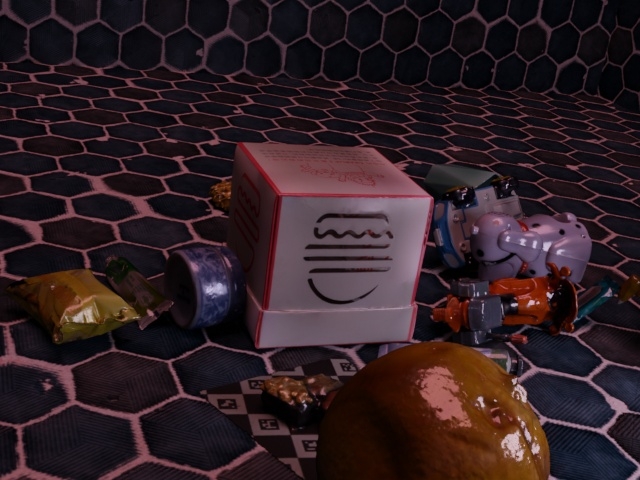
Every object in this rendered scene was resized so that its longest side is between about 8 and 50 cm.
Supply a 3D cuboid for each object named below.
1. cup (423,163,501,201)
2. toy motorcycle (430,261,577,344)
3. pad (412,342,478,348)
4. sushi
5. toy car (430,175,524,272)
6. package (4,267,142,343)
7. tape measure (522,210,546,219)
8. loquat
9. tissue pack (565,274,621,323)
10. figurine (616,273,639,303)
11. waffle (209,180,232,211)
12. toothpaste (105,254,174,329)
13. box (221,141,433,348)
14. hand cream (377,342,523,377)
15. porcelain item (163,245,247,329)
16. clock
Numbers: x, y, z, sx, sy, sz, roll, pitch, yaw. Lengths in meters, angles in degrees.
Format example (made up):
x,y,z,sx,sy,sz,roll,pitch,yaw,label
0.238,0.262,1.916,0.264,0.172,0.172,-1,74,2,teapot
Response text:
x,y,z,sx,sy,sz,roll,pitch,yaw,label
0.389,-0.138,2.426,0.148,0.134,0.235,-31,31,-16,cup
0.377,0.126,1.780,0.325,0.148,0.221,-8,4,-42,toy motorcycle
0.259,0.245,1.605,0.158,0.003,0.235,6,22,-7,pad
0.010,0.251,1.430,0.294,0.059,0.292,-11,29,-39,sushi
0.357,-0.031,2.107,0.314,0.198,0.166,-15,-1,-39,toy car
-0.431,0.111,1.569,0.168,0.090,0.226,-12,27,-35,package
0.507,-0.043,2.269,0.107,0.104,0.180,-4,25,-23,tape measure
0.142,0.271,1.155,0.276,0.284,0.276,34,23,-17,loquat
0.558,0.128,1.884,0.138,0.028,0.085,-34,16,5,tissue pack
0.808,0.128,1.789,0.387,0.268,0.401,26,57,1,figurine
-0.184,-0.107,2.250,0.194,0.051,0.149,15,24,16,waffle
-0.354,0.089,1.708,0.078,0.047,0.248,-38,39,-13,toothpaste
0.000,0.000,1.716,0.314,0.300,0.312,0,23,-20,box
0.229,0.215,1.609,0.256,0.055,0.088,4,17,5,hand cream
-0.207,0.084,1.641,0.114,0.147,0.147,-6,26,-33,porcelain item
0.432,0.014,1.963,0.253,0.189,0.189,7,21,-24,clock
